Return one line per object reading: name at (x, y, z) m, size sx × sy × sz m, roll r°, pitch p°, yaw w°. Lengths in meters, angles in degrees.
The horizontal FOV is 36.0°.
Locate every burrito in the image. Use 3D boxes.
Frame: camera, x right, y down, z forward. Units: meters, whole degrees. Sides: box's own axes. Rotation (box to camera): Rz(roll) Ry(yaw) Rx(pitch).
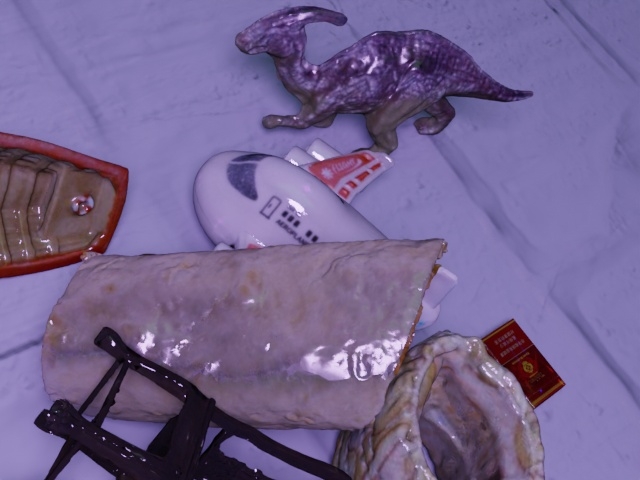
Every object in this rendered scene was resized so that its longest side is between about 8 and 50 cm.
burrito at (-0.053, 0.072, 0.741) m, size 0.299 × 0.105 × 0.143 m, roll -2°, pitch 80°, yaw 6°

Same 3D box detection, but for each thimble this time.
thimble at (0.090, 0.170, 0.796) m, size 0.138 × 0.143 × 0.190 m, roll 12°, pitch 55°, yaw -16°

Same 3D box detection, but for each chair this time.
chair at (-0.090, 0.173, 0.671) m, size 0.229 × 0.106 × 0.113 m, roll 34°, pitch 26°, yaw -11°

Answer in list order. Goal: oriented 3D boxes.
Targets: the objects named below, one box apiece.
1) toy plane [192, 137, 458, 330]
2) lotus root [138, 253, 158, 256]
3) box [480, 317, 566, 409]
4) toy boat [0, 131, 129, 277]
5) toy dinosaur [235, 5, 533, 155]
toy plane at (-0.002, 0.002, 0.884) m, size 0.252 × 0.118 × 0.252 m, roll 11°, pitch 53°, yaw -15°
lotus root at (-0.160, 0.034, 0.846) m, size 0.037 × 0.030 × 0.083 m, roll 47°, pitch 53°, yaw 11°
box at (0.190, 0.121, 0.946) m, size 0.052 × 0.023 × 0.082 m, roll -27°, pitch 73°, yaw -33°
toy boat at (-0.326, -0.033, 0.730) m, size 0.392 × 0.136 × 0.079 m, roll 0°, pitch 29°, yaw -43°
toy dinosaur at (0.053, -0.148, 0.972) m, size 0.294 × 0.162 × 0.077 m, roll 0°, pitch 59°, yaw -24°
